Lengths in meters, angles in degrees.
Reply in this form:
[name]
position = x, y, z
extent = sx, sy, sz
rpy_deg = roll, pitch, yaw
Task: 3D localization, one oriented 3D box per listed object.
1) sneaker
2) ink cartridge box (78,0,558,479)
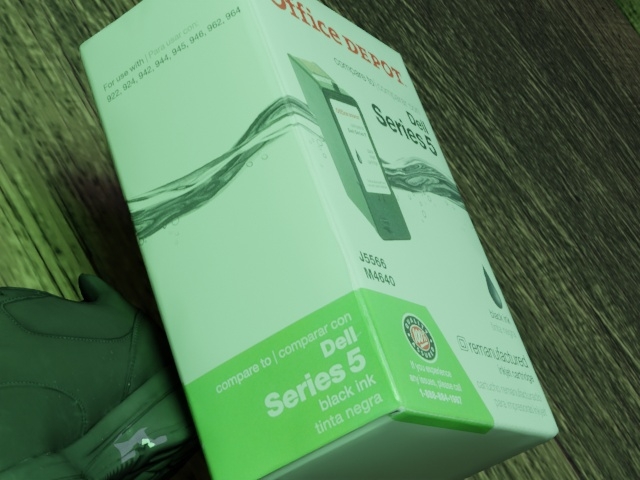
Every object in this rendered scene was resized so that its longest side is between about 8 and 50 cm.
[sneaker]
position = -0.153, 0.089, 0.585
extent = 0.130, 0.109, 0.286
rpy_deg = 48, 19, 8
[ink cartridge box]
position = 0.000, 0.000, 0.697
extent = 0.198, 0.115, 0.272
rpy_deg = 19, 45, -57
